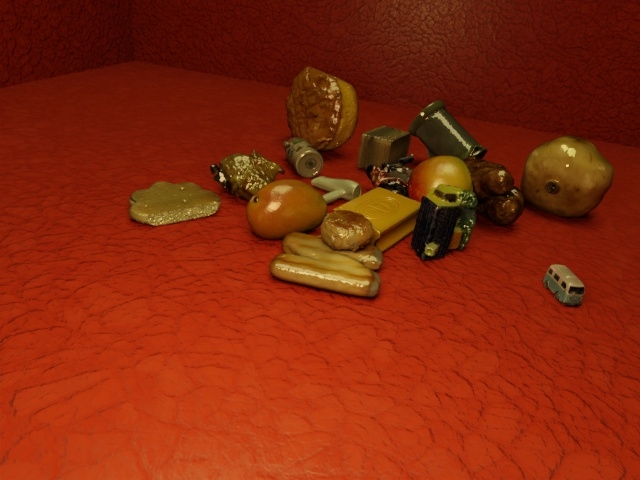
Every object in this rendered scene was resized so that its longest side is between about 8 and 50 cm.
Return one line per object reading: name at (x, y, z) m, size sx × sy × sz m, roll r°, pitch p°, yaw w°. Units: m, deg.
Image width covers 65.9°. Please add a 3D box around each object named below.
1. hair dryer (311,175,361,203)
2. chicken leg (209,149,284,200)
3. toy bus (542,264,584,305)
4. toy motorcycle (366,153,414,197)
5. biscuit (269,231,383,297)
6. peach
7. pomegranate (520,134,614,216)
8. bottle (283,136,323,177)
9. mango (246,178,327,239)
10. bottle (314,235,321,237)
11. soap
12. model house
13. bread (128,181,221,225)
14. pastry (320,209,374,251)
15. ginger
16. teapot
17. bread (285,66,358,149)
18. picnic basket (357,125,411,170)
hair dryer at (0.006, -0.167, 1.788) m, size 0.207 × 0.075 × 0.237 m, roll 19°, pitch 37°, yaw 34°
chicken leg at (-0.189, -0.190, 1.694) m, size 0.361 × 0.140 × 0.211 m, roll 30°, pitch 54°, yaw 18°
toy bus at (0.685, 0.122, 1.384) m, size 0.060 × 0.074 × 0.123 m, roll 4°, pitch 28°, yaw -8°
toy motorcycle at (0.314, -0.253, 1.944) m, size 0.207 × 0.134 × 0.401 m, roll 30°, pitch 35°, yaw 25°
biscuit at (0.022, 0.062, 1.336) m, size 0.291 × 0.062 × 0.236 m, roll 11°, pitch 27°, yaw 3°
peach at (0.415, -0.181, 1.724) m, size 0.231 × 0.230 × 0.231 m, roll 6°, pitch 28°, yaw -3°
pomegranate at (0.960, -0.244, 1.942) m, size 0.333 × 0.332 × 0.332 m, roll 6°, pitch 28°, yaw -3°
bottle at (-0.082, -0.355, 2.043) m, size 0.121 × 0.120 × 0.253 m, roll -3°, pitch 29°, yaw -21°
mango at (-0.098, -0.097, 1.473) m, size 0.255 × 0.175 × 0.139 m, roll -16°, pitch 36°, yaw -26°
bottle at (0.000, 0.000, 1.482) m, size 0.084 × 0.030 × 0.030 m, roll -6°, pitch 31°, yaw -24°
soap at (0.175, -0.067, 1.586) m, size 0.204 × 0.096 × 0.325 m, roll 24°, pitch 31°, yaw 26°
model house at (0.376, -0.049, 1.500) m, size 0.170 × 0.193 × 0.211 m, roll 20°, pitch 29°, yaw 17°
bread at (-0.470, -0.123, 1.561) m, size 0.287 × 0.056 × 0.207 m, roll -11°, pitch 36°, yaw -32°
pastry at (0.076, -0.029, 1.374) m, size 0.154 × 0.081 × 0.153 m, roll 6°, pitch 26°, yaw -3°
ginger at (0.613, -0.184, 1.841) m, size 0.176 × 0.254 × 0.418 m, roll -34°, pitch 22°, yaw -1°
teapot at (0.564, -0.418, 2.200) m, size 0.200 × 0.270 × 0.337 m, roll -31°, pitch 73°, yaw -23°
bread at (0.000, -0.580, 2.241) m, size 0.216 × 0.397 × 0.398 m, roll -8°, pitch 31°, yaw -38°
picnic basket at (0.284, -0.398, 2.170) m, size 0.139 × 0.165 × 0.267 m, roll 20°, pitch 29°, yaw 24°
